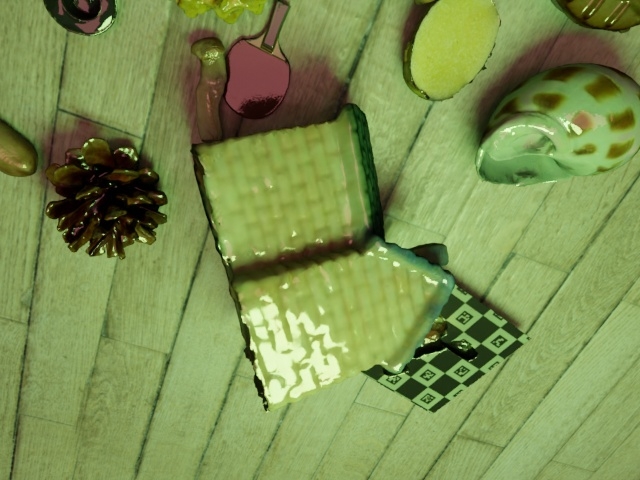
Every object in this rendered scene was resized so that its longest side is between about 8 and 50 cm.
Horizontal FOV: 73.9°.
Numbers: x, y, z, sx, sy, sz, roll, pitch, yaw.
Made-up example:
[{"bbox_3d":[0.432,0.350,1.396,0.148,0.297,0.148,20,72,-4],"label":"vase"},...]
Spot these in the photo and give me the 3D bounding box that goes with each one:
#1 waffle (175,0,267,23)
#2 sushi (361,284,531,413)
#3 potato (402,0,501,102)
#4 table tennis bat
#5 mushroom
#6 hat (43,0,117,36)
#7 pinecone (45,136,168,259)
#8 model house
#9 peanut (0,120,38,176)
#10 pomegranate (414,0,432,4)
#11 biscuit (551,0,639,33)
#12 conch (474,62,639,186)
[{"bbox_3d":[-0.162,-0.525,0.658,0.260,0.151,0.325,-14,111,2],"label":"waffle"},{"bbox_3d":[0.273,0.252,1.076,0.359,0.064,0.343,34,113,-17],"label":"sushi"},{"bbox_3d":[0.231,-0.361,0.787,0.164,0.081,0.201,28,106,-27],"label":"potato"},{"bbox_3d":[-0.113,-0.341,0.814,0.130,0.019,0.221,23,113,-11],"label":"table tennis bat"},{"bbox_3d":[-0.215,-0.280,0.818,0.059,0.054,0.202,27,124,26],"label":"mushroom"},{"bbox_3d":[-0.417,-0.421,0.748,0.121,0.050,0.121,-3,115,-6],"label":"hat"},{"bbox_3d":[-0.412,-0.069,0.834,0.202,0.202,0.228,-30,138,26],"label":"pinecone"},{"bbox_3d":[0.000,0.000,0.821,0.399,0.395,0.447,-16,98,-12],"label":"model house"},{"bbox_3d":[-0.627,-0.186,0.836,0.076,0.076,0.152,-42,104,15],"label":"peanut"},{"bbox_3d":[0.207,-0.506,0.595,0.341,0.343,0.343,-1,115,-2],"label":"pomegranate"},{"bbox_3d":[0.517,-0.519,0.686,0.331,0.103,0.333,-3,125,-5],"label":"biscuit"},{"bbox_3d":[0.469,-0.210,0.805,0.367,0.198,0.249,9,151,-11],"label":"conch"}]
